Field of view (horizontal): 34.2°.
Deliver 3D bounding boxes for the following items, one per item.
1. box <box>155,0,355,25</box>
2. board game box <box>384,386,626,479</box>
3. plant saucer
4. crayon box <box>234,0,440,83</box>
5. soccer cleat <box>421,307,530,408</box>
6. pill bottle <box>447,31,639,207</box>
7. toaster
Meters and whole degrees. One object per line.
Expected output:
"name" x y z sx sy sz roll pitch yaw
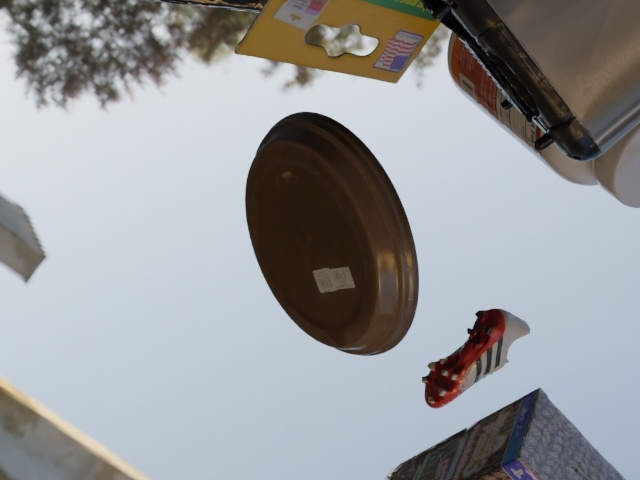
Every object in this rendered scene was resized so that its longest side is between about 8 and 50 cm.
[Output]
"box" -0.073 -0.428 0.973 0.212 0.293 0.396 -87 -177 -67
"board game box" 0.242 0.371 1.367 0.291 0.232 0.141 -39 -171 36
"plant saucer" 0.000 0.000 1.123 0.041 0.278 0.277 -22 -163 -33
"crayon box" 0.068 -0.267 0.718 0.083 0.203 0.323 50 -62 25
"soccer cleat" 0.091 0.073 0.618 0.083 0.035 0.029 -57 -146 31
"pill bottle" 0.207 -0.121 0.846 0.121 0.121 0.216 -45 -135 6
"toaster" 0.086 -0.131 0.432 0.110 0.168 0.186 -39 -172 12
